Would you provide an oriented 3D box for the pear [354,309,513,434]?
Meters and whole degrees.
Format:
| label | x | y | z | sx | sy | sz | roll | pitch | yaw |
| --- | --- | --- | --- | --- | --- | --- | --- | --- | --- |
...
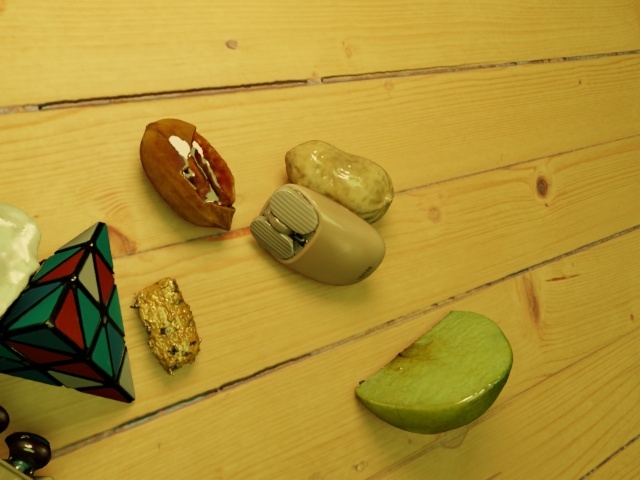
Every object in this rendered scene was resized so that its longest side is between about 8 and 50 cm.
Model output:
| label | x | y | z | sx | sy | sz | roll | pitch | yaw |
| --- | --- | --- | --- | --- | --- | --- | --- | --- | --- |
| pear | 0.243 | 0.254 | 0.855 | 0.288 | 0.239 | 0.139 | -31 | 96 | -26 |

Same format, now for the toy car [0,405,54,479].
| label | x | y | z | sx | sy | sz | roll | pitch | yaw |
| --- | --- | --- | --- | --- | --- | --- | --- | --- | --- |
| toy car | -0.455 | 0.302 | 0.538 | 0.204 | 0.198 | 0.247 | -83 | 159 | -47 |

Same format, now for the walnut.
| label | x | y | z | sx | sy | sz | roll | pitch | yaw |
| --- | --- | --- | --- | --- | --- | --- | --- | --- | --- |
| walnut | -0.204 | -0.101 | 0.767 | 0.116 | 0.116 | 0.207 | -37 | 99 | -26 |

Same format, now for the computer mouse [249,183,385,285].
| label | x | y | z | sx | sy | sz | roll | pitch | yaw |
| --- | --- | --- | --- | --- | --- | --- | --- | --- | --- |
| computer mouse | 0.000 | 0.000 | 0.832 | 0.237 | 0.145 | 0.082 | 31 | 34 | -20 |

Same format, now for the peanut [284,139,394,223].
| label | x | y | z | sx | sy | sz | roll | pitch | yaw |
| --- | --- | --- | --- | --- | --- | --- | --- | --- | --- |
| peanut | 0.036 | -0.102 | 0.874 | 0.225 | 0.129 | 0.129 | 19 | 74 | -20 |

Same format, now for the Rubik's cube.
| label | x | y | z | sx | sy | sz | roll | pitch | yaw |
| --- | --- | --- | --- | --- | --- | --- | --- | --- | --- |
| Rubik's cube | -0.311 | 0.152 | 0.651 | 0.284 | 0.250 | 0.234 | -44 | 121 | -30 |

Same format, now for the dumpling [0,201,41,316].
| label | x | y | z | sx | sy | sz | roll | pitch | yaw |
| --- | --- | --- | --- | --- | --- | --- | --- | --- | --- |
| dumpling | -0.516 | 0.036 | 0.515 | 0.211 | 0.321 | 0.269 | 57 | 38 | -37 |

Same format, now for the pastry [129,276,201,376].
| label | x | y | z | sx | sy | sz | roll | pitch | yaw |
| --- | --- | --- | --- | --- | --- | --- | --- | --- | --- |
| pastry | -0.233 | 0.131 | 0.744 | 0.080 | 0.056 | 0.140 | -28 | 97 | -15 |
